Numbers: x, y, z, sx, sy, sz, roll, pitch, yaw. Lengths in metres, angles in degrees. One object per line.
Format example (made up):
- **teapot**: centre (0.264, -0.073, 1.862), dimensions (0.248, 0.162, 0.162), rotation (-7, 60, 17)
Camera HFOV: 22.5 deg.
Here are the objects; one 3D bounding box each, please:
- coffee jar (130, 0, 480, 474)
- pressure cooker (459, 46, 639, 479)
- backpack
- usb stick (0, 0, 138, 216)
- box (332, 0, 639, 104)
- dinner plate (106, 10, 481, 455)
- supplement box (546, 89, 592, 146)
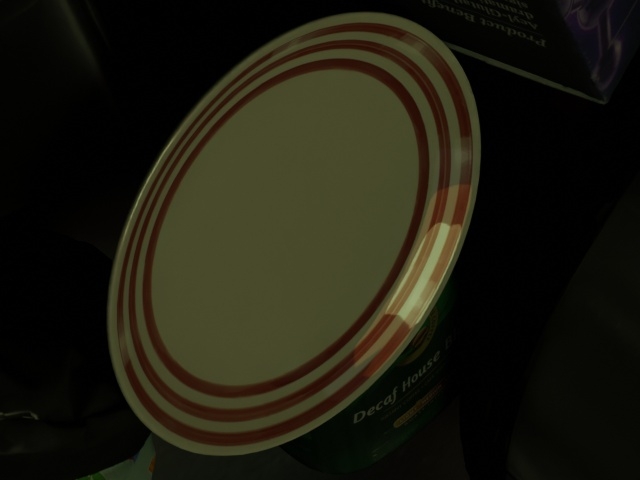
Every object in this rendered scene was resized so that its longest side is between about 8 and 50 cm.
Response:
- **coffee jar**: centre (0.000, 0.000, 0.567), dimensions (0.096, 0.079, 0.184), rotation (-40, 144, -15)
- **pressure cooker**: centre (0.305, 0.103, 0.567), dimensions (0.370, 0.420, 0.375), rotation (9, 117, -50)
- **backpack**: centre (-0.128, 0.093, 0.484), dimensions (0.152, 0.115, 0.182), rotation (0, 125, -51)
- **usb stick**: centre (-0.115, -0.099, 0.371), dimensions (0.077, 0.045, 0.278), rotation (-22, 142, -1)
- **box**: centre (0.042, -0.155, 0.405), dimensions (0.153, 0.108, 0.207), rotation (-60, 151, -7)
- **dinner plate**: centre (-0.007, -0.002, 0.471), dimensions (0.141, 0.017, 0.141), rotation (-24, 130, -32)
- **supplement box**: centre (0.178, -0.010, 0.757), dimensions (0.080, 0.078, 0.233), rotation (-42, 144, -7)
